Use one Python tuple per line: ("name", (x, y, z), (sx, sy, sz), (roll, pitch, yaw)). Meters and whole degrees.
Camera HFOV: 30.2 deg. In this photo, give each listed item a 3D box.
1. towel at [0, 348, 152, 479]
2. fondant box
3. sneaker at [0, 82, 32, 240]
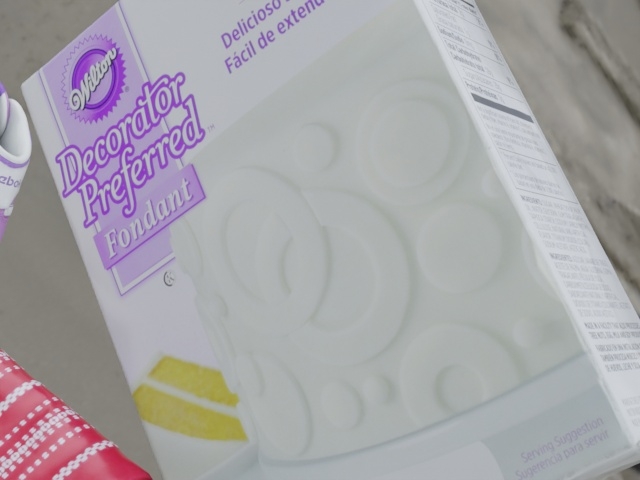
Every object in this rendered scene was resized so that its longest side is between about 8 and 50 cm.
("towel", (-0.241, 0.109, 0.594), (0.275, 0.031, 0.199), (32, 54, 29))
("fondant box", (0.000, 0.000, 0.608), (0.096, 0.238, 0.330), (8, 54, -56))
("sneaker", (-0.340, -0.092, 1.061), (0.282, 0.161, 0.102), (35, 12, 39))
